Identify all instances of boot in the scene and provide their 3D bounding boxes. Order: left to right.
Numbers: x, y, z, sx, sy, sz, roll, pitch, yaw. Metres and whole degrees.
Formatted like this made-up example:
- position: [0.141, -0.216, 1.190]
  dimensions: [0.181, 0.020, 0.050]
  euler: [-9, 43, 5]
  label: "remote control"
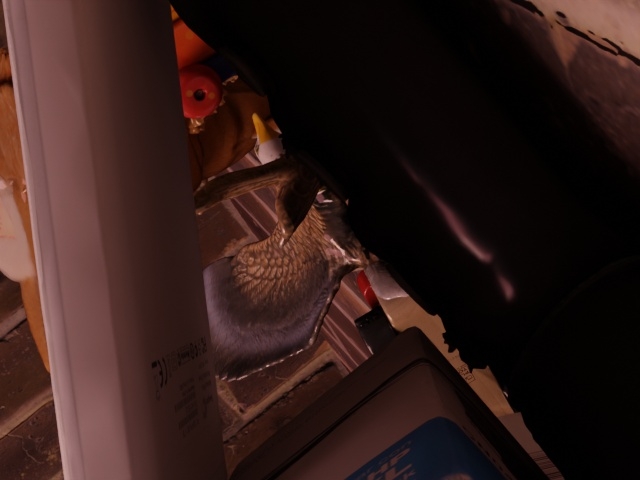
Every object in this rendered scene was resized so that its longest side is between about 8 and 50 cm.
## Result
- position: [0.075, -0.046, 0.582]
  dimensions: [0.445, 0.146, 0.367]
  euler: [56, 173, 12]
  label: "boot"

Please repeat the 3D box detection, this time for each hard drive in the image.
- position: [-0.105, 0.000, 0.630]
  dimensions: [0.233, 0.047, 0.352]
  euler: [-2, -95, -86]
  label: "hard drive"

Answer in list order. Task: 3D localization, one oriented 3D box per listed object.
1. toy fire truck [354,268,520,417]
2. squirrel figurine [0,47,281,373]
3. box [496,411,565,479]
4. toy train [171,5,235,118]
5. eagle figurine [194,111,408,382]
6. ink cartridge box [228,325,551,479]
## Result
- position: [0.082, 0.077, 1.169]
  dimensions: [0.217, 0.159, 0.246]
  euler: [57, -176, -36]
  label: "toy fire truck"
- position: [-0.174, -0.125, 1.158]
  dimensions: [0.281, 0.370, 0.397]
  euler: [45, 139, 15]
  label: "squirrel figurine"
- position: [0.199, 0.346, 0.972]
  dimensions: [0.215, 0.168, 0.345]
  euler: [-141, 46, -64]
  label: "box"
- position: [-0.135, -0.165, 0.878]
  dimensions: [0.105, 0.248, 0.143]
  euler: [43, 164, 57]
  label: "toy train"
- position: [-0.003, -0.010, 0.970]
  dimensions: [0.298, 0.226, 0.225]
  euler: [101, 171, -60]
  label: "eagle figurine"
- position: [0.081, 0.217, 0.561]
  dimensions: [0.285, 0.166, 0.395]
  euler: [50, -176, -1]
  label: "ink cartridge box"
